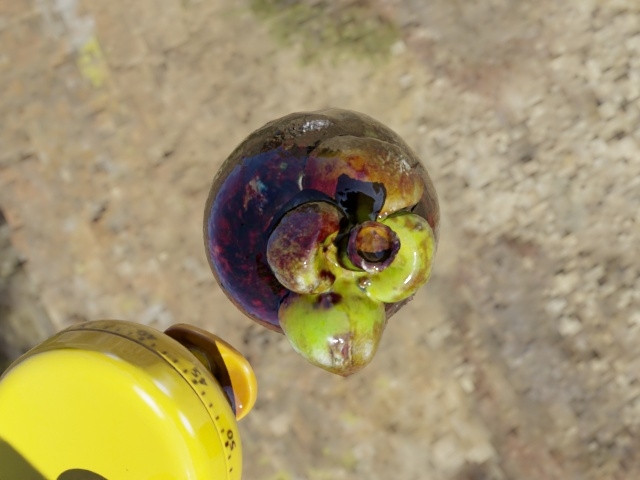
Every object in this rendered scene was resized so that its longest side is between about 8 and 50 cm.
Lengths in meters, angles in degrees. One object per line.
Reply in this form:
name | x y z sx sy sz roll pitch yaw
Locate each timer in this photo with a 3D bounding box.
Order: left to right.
timer | -0.086 0.088 0.784 0.107 0.109 0.107 11 114 24

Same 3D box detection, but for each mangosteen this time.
mangosteen | 0.001 0.000 1.351 0.184 0.172 0.172 -90 10 -45
